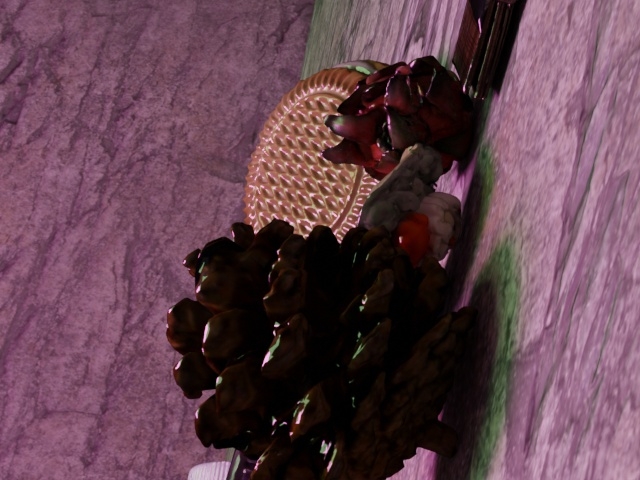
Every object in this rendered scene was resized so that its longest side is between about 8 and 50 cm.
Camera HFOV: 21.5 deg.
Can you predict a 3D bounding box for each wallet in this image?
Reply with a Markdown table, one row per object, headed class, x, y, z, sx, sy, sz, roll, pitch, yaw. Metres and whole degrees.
| class | x | y | z | sx | sy | sz | roll | pitch | yaw |
| --- | --- | --- | --- | --- | --- | --- | --- | --- | --- |
| wallet | 0.160 | -0.248 | 1.487 | 0.124 | 0.042 | 0.230 | -86 | 12 | -69 |

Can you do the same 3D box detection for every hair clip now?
| class | x | y | z | sx | sy | sz | roll | pitch | yaw |
| --- | --- | --- | --- | --- | --- | --- | --- | --- | --- |
| hair clip | 0.060 | 0.071 | 1.527 | 0.138 | 0.091 | 0.321 | -46 | -23 | -52 |

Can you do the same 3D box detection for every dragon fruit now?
| class | x | y | z | sx | sy | sz | roll | pitch | yaw |
| --- | --- | --- | --- | --- | --- | --- | --- | --- | --- |
| dragon fruit | 0.080 | -0.113 | 1.564 | 0.142 | 0.121 | 0.130 | -29 | -52 | -55 |

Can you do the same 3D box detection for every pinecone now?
| class | x | y | z | sx | sy | sz | roll | pitch | yaw |
| --- | --- | --- | --- | --- | --- | --- | --- | --- | --- |
| pinecone | -0.005 | 0.102 | 1.355 | 0.243 | 0.257 | 0.243 | -21 | -64 | -51 |

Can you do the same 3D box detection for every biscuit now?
| class | x | y | z | sx | sy | sz | roll | pitch | yaw |
| --- | --- | --- | --- | --- | --- | --- | --- | --- | --- |
| biscuit | 0.015 | -0.072 | 1.810 | 0.259 | 0.079 | 0.259 | -17 | 67 | 46 |

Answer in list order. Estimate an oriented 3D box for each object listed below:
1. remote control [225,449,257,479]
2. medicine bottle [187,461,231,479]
| class | x | y | z | sx | sy | sz | roll | pitch | yaw |
| --- | --- | --- | --- | --- | --- | --- | --- | --- | --- |
| remote control | -0.067 | 0.359 | 1.918 | 0.062 | 0.144 | 0.399 | -68 | -7 | -78 |
| medicine bottle | -0.117 | 0.451 | 2.115 | 0.158 | 0.158 | 0.318 | 115 | 167 | -65 |
